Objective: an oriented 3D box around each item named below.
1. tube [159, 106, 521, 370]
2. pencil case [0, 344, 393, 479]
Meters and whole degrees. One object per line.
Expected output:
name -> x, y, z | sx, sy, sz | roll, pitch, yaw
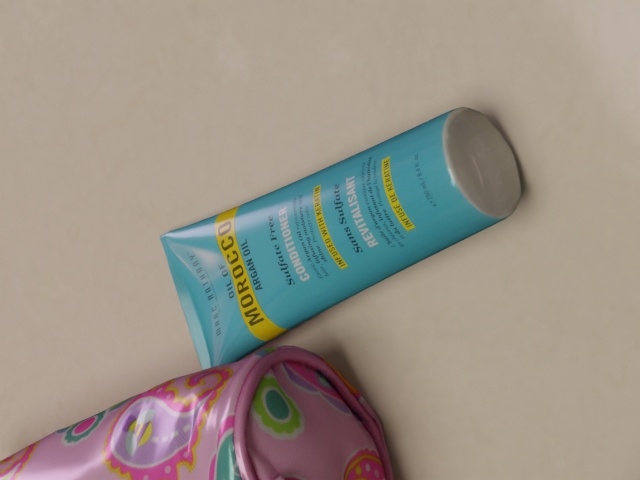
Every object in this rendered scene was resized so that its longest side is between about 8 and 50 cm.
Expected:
tube -> 0.000, 0.000, 0.657 | 0.207, 0.052, 0.080 | -26, 73, 40
pencil case -> -0.101, 0.146, 0.702 | 0.284, 0.124, 0.124 | -23, 86, 33
